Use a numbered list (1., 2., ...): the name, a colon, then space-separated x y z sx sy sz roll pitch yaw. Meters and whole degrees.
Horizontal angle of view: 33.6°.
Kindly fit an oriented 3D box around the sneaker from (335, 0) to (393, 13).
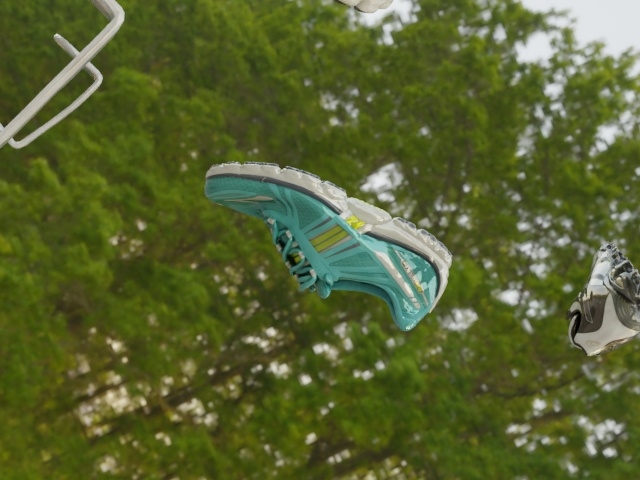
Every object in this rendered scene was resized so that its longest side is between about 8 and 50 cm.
1. sneaker: 0.073 -0.296 0.678 0.147 0.129 0.330 -36 -146 47

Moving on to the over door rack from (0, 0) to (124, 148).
1. over door rack: -0.233 -0.112 0.359 0.324 0.108 0.239 32 -3 -15

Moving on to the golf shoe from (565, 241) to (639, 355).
1. golf shoe: 0.273 0.059 1.023 0.077 0.094 0.198 49 13 5

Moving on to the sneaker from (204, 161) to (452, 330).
1. sneaker: 0.000 0.000 1.089 0.275 0.110 0.107 26 -8 1
